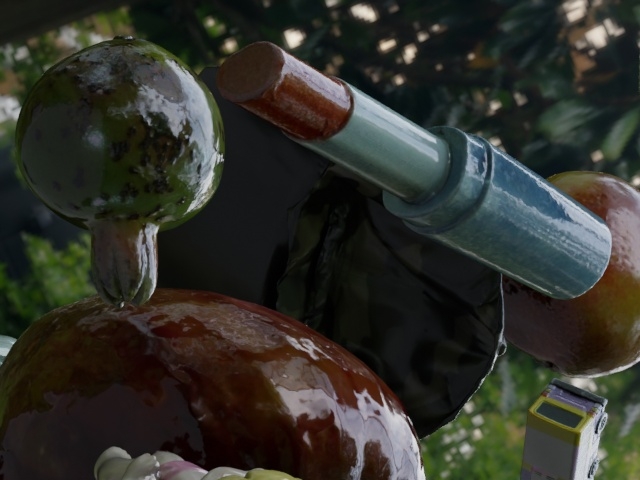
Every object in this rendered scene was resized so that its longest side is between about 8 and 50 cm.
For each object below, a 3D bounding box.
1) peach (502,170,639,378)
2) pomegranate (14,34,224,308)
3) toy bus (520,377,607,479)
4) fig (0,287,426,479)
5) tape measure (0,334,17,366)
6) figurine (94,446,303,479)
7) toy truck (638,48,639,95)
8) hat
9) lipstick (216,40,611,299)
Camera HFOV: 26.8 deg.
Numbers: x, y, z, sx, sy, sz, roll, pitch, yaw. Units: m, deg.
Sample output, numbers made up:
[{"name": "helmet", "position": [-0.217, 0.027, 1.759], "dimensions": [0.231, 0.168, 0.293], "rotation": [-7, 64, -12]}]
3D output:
[{"name": "peach", "position": [0.291, 0.037, 1.499], "dimensions": [0.231, 0.231, 0.231], "rotation": [51, -23, 32]}, {"name": "pomegranate", "position": [-0.068, -0.026, 0.448], "dimensions": [0.073, 0.073, 0.084], "rotation": [89, 8, -50]}, {"name": "toy bus", "position": [0.186, 0.166, 1.043], "dimensions": [0.052, 0.058, 0.102], "rotation": [22, -51, 28]}, {"name": "fig", "position": [-0.075, 0.135, 0.747], "dimensions": [0.263, 0.224, 0.224], "rotation": [21, -33, 11]}, {"name": "tape measure", "position": [-0.454, 0.236, 1.616], "dimensions": [0.125, 0.246, 0.243], "rotation": [0, -89, 51]}, {"name": "figurine", "position": [-0.046, 0.114, 0.488], "dimensions": [0.187, 0.083, 0.083], "rotation": [7, -59, 64]}, {"name": "toy truck", "position": [0.253, -0.114, 0.809], "dimensions": [0.116, 0.191, 0.085], "rotation": [9, -31, 17]}, {"name": "hat", "position": [0.000, 0.000, 1.389], "dimensions": [0.381, 0.257, 0.366], "rotation": [49, -62, 45]}, {"name": "lipstick", "position": [0.058, -0.038, 0.740], "dimensions": [0.068, 0.274, 0.061], "rotation": [-9, -117, 47]}]
